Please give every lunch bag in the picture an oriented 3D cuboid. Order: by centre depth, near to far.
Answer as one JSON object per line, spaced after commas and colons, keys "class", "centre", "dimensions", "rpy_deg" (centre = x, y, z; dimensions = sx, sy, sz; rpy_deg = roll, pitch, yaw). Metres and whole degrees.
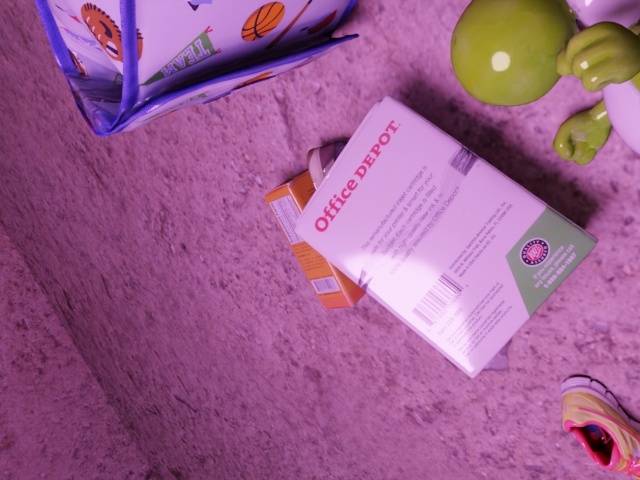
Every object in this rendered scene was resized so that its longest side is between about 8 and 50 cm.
{"class": "lunch bag", "centre": [-0.108, -0.287, 0.492], "dimensions": [0.239, 0.327, 0.385], "rpy_deg": [52, 149, 9]}

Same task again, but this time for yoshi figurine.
{"class": "yoshi figurine", "centre": [0.263, -0.134, 0.437], "dimensions": [0.362, 0.203, 0.204], "rpy_deg": [46, 143, 10]}

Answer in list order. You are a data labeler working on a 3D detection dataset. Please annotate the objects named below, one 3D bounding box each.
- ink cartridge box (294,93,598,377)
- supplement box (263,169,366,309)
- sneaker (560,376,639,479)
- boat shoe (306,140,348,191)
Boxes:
{"class": "ink cartridge box", "centre": [0.145, -0.012, 0.607], "dimensions": [0.289, 0.121, 0.211], "rpy_deg": [40, 107, 12]}
{"class": "supplement box", "centre": [0.000, 0.000, 0.816], "dimensions": [0.080, 0.078, 0.234], "rpy_deg": [-12, 108, 46]}
{"class": "sneaker", "centre": [0.416, 0.292, 0.659], "dimensions": [0.208, 0.094, 0.082], "rpy_deg": [38, 133, 11]}
{"class": "boat shoe", "centre": [0.050, -0.046, 0.741], "dimensions": [0.073, 0.080, 0.224], "rpy_deg": [-18, 102, 27]}
